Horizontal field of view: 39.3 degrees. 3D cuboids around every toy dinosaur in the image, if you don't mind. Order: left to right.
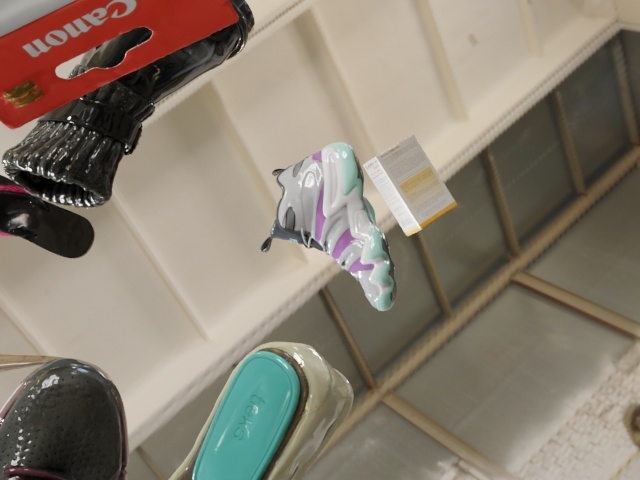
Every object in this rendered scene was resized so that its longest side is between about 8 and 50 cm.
[{"bbox_3d":[-0.333,0.121,0.879,0.112,0.211,0.064,-11,-86,-68],"label":"toy dinosaur"}]

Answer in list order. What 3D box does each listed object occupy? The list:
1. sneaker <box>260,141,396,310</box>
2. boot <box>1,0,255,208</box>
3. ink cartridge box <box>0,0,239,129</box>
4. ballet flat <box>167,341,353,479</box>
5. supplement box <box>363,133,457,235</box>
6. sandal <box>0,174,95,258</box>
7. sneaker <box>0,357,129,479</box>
[{"bbox_3d":[0.000,0.000,0.501,0.069,0.098,0.038,-19,-15,9],"label":"sneaker"},{"bbox_3d":[-0.242,-0.177,1.115,0.131,0.348,0.260,40,-120,-26],"label":"boot"},{"bbox_3d":[-0.266,-0.223,0.840,0.308,0.091,0.385,-24,-25,7],"label":"ink cartridge box"},{"bbox_3d":[-0.062,0.174,0.578,0.086,0.086,0.248,28,-78,-41],"label":"ballet flat"},{"bbox_3d":[0.103,-0.064,1.031,0.062,0.036,0.098,-32,-90,-28],"label":"supplement box"},{"bbox_3d":[-0.333,-0.031,0.975,0.179,0.040,0.067,19,-94,3],"label":"sandal"},{"bbox_3d":[-0.187,0.225,0.591,0.106,0.162,0.281,16,-95,-19],"label":"sneaker"}]
